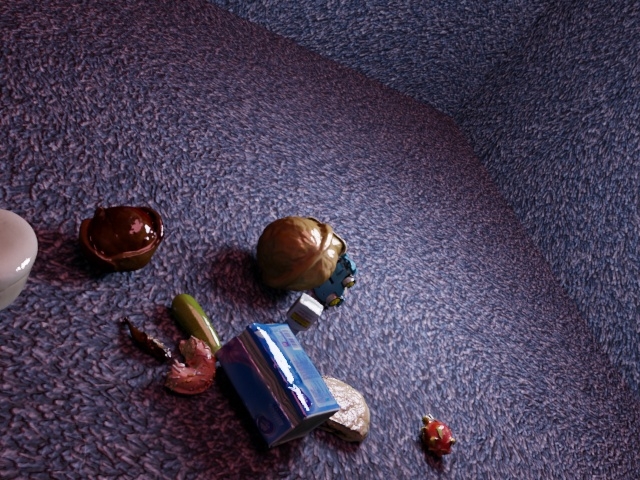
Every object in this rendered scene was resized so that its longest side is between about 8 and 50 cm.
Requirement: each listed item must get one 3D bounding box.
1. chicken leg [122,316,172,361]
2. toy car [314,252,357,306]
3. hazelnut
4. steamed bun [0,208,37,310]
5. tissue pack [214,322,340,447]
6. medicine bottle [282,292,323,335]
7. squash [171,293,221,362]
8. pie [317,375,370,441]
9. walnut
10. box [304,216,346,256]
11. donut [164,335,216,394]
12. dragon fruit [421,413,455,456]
[{"bbox_3d":[-0.403,0.230,1.712,0.145,0.037,0.062,37,8,-6],"label":"chicken leg"},{"bbox_3d":[0.059,0.118,2.270,0.098,0.161,0.126,16,35,-53],"label":"toy car"},{"bbox_3d":[-0.487,-0.003,1.799,0.170,0.160,0.202,24,25,28],"label":"hazelnut"},{"bbox_3d":[-0.689,0.049,1.519,0.164,0.146,0.241,33,30,-4],"label":"steamed bun"},{"bbox_3d":[-0.103,0.339,1.769,0.263,0.146,0.198,56,18,20],"label":"tissue pack"},{"bbox_3d":[-0.056,0.212,2.045,0.074,0.118,0.055,36,30,-9],"label":"medicine bottle"},{"bbox_3d":[-0.303,0.214,1.819,0.066,0.066,0.201,-11,59,-54],"label":"squash"},{"bbox_3d":[0.042,0.429,1.928,0.218,0.052,0.185,29,34,-14],"label":"pie"},{"bbox_3d":[-0.067,0.039,2.125,0.224,0.257,0.257,48,26,-20],"label":"walnut"},{"bbox_3d":[0.000,0.000,2.415,0.177,0.111,0.111,37,30,-4],"label":"box"},{"bbox_3d":[-0.291,0.298,1.716,0.117,0.065,0.166,32,32,-12],"label":"donut"},{"bbox_3d":[0.325,0.544,2.066,0.086,0.081,0.116,6,43,-29],"label":"dragon fruit"}]
